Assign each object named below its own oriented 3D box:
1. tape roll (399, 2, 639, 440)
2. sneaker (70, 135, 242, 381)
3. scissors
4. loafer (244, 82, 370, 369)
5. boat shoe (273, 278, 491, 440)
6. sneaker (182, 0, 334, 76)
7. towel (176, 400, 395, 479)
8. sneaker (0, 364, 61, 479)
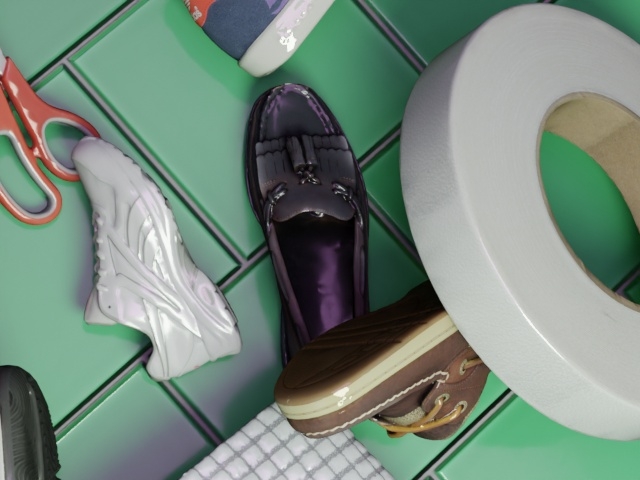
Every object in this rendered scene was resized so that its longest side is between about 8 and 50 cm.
[{"bbox_3d":[0.236,-0.019,1.380,0.392,0.072,0.392,21,54,-32],"label":"tape roll"},{"bbox_3d":[-0.167,0.021,1.396,0.115,0.090,0.232,-31,89,-8],"label":"sneaker"},{"bbox_3d":[-0.290,-0.150,1.378,0.109,0.021,0.297,-38,115,-16],"label":"scissors"},{"bbox_3d":[0.000,0.000,1.423,0.109,0.095,0.302,-8,83,-9],"label":"loafer"},{"bbox_3d":[0.091,0.111,1.350,0.342,0.123,0.123,-27,102,-55],"label":"boat shoe"},{"bbox_3d":[0.000,-0.321,1.454,0.148,0.131,0.350,39,78,-7],"label":"sneaker"},{"bbox_3d":[-0.048,0.293,1.344,0.283,0.121,0.235,-39,83,-19],"label":"towel"},{"bbox_3d":[-0.345,0.310,1.240,0.257,0.169,0.447,6,96,1],"label":"sneaker"}]
